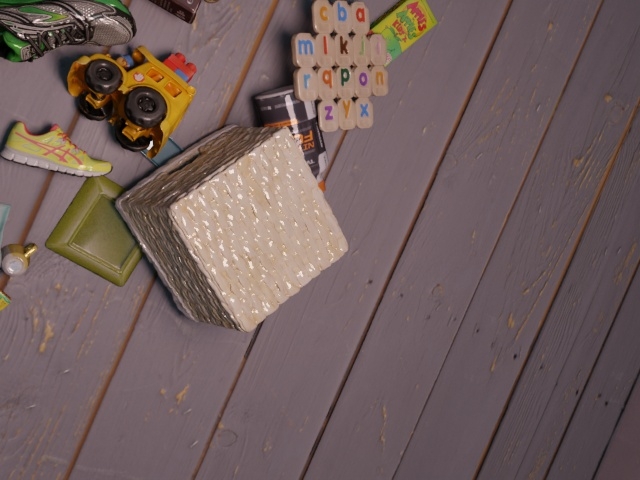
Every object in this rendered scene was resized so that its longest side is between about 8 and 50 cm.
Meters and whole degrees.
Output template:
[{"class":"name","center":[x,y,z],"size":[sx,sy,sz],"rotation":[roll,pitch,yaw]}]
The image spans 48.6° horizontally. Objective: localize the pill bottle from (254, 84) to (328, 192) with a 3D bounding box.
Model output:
[{"class":"pill bottle","center":[-0.056,-0.217,1.586],"size":[0.130,0.130,0.246],"rotation":[-21,109,-21]}]

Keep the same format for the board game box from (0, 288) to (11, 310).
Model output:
[{"class":"board game box","center":[-0.751,0.164,1.382],"size":[0.259,0.039,0.124],"rotation":[-43,115,-9]}]

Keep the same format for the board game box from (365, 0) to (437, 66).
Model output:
[{"class":"board game box","center":[0.185,-0.505,1.693],"size":[0.181,0.043,0.092],"rotation":[-42,115,-13]}]

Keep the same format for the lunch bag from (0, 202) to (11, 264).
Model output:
[{"class":"lunch bag","center":[-0.695,0.045,1.263],"size":[0.223,0.160,0.262],"rotation":[15,59,-26]}]

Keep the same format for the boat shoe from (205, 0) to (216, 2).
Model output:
[{"class":"boat shoe","center":[-0.241,-0.582,1.460],"size":[0.064,0.060,0.178],"rotation":[-27,111,-19]}]

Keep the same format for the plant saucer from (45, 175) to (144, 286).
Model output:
[{"class":"plant saucer","center":[-0.442,-0.018,1.487],"size":[0.188,0.045,0.188],"rotation":[34,85,-27]}]

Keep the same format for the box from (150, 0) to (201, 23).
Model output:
[{"class":"box","center":[-0.365,-0.594,1.319],"size":[0.381,0.143,0.191],"rotation":[27,90,-16]}]

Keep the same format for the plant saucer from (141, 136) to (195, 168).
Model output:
[{"class":"plant saucer","center":[-0.341,-0.193,1.516],"size":[0.192,0.018,0.067],"rotation":[45,79,-27]}]

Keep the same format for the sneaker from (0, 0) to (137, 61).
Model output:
[{"class":"sneaker","center":[-0.513,-0.382,1.304],"size":[0.343,0.134,0.146],"rotation":[-6,62,-19]}]

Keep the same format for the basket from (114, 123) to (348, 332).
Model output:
[{"class":"basket","center":[-0.175,-0.027,1.468],"size":[0.328,0.266,0.331],"rotation":[-39,117,-25]}]

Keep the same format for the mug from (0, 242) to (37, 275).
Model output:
[{"class":"mug","center":[-0.605,0.036,1.408],"size":[0.062,0.064,0.078],"rotation":[21,91,-27]}]

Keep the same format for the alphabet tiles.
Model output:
[{"class":"alphabet tiles","center":[0.049,-0.384,1.565],"size":[0.284,0.021,0.278],"rotation":[-14,105,-41]}]

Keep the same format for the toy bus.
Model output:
[{"class":"toy bus","center":[-0.357,-0.311,1.416],"size":[0.220,0.149,0.211],"rotation":[38,63,-9]}]

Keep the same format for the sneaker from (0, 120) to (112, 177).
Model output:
[{"class":"sneaker","center":[-0.512,-0.179,1.397],"size":[0.208,0.081,0.094],"rotation":[13,90,-23]}]
